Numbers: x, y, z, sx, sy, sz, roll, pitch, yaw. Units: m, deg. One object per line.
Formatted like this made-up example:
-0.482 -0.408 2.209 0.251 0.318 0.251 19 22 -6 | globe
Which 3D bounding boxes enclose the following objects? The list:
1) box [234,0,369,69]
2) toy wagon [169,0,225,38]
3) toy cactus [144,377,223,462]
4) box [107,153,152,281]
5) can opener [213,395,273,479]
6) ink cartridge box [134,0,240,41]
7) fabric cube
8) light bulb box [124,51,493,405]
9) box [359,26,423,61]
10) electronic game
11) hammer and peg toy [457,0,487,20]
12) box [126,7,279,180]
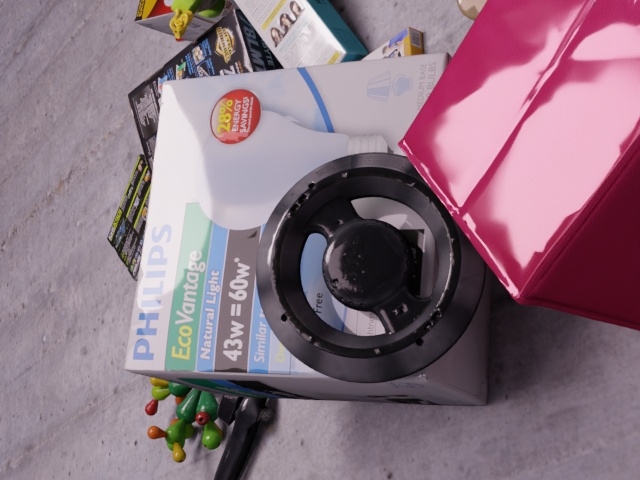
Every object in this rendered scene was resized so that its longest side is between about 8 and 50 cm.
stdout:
-0.037 -0.329 1.572 0.100 0.060 0.244 -47 66 31 | box
-0.141 -0.459 1.686 0.344 0.068 0.267 -51 4 -27 | toy wagon
-0.209 0.245 1.668 0.181 0.112 0.219 -64 26 -1 | toy cactus
-0.329 -0.043 1.984 0.184 0.045 0.191 45 116 55 | box
-0.119 0.290 1.551 0.073 0.059 0.186 24 110 29 | can opener
-0.232 -0.538 1.952 0.271 0.130 0.310 7 84 57 | ink cartridge box
0.274 -0.095 0.949 0.258 0.254 0.259 -58 38 23 | fabric cube
0.000 0.000 1.216 0.360 0.225 0.358 -2 74 25 | light bulb box
0.090 -0.229 1.466 0.136 0.028 0.081 -27 57 46 | box
0.047 0.024 1.028 0.229 0.048 0.229 -4 76 15 | electronic game
0.199 -0.448 1.202 0.266 0.127 0.361 33 109 16 | hammer and peg toy
-0.167 -0.169 1.683 0.293 0.073 0.296 -29 73 38 | box
